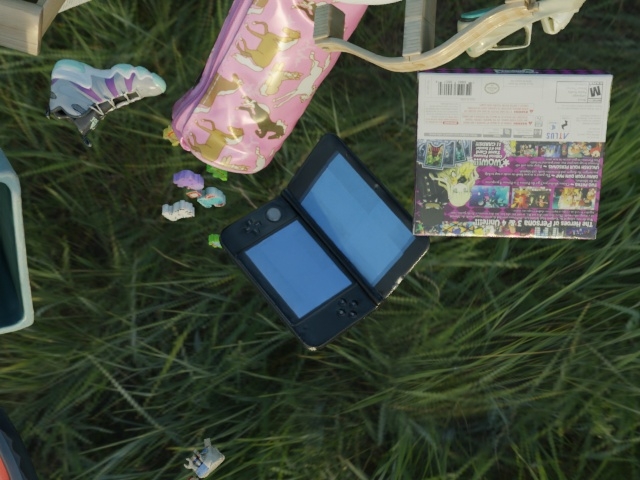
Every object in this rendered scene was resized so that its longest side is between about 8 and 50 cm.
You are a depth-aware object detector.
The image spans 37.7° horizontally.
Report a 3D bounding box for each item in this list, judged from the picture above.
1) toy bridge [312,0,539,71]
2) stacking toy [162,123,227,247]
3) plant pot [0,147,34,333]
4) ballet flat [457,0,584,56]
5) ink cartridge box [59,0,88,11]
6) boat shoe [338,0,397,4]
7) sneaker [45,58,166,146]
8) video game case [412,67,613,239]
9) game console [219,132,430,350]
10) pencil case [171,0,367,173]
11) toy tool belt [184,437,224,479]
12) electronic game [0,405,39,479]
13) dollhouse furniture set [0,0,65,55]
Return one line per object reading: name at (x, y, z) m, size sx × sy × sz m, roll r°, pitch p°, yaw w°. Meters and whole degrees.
toy bridge at (0.077, -0.164, 0.719) m, size 0.188 × 0.026 × 0.063 m, roll -2°, pitch 77°, yaw 33°
stacking toy at (-0.215, -0.094, 1.709) m, size 0.052 × 0.221 × 0.167 m, roll -11°, pitch 67°, yaw 20°
plant pot at (-0.517, -0.037, 1.171) m, size 0.247 × 0.247 × 0.252 m, roll -11°, pitch 43°, yaw -23°
ballet flat at (0.331, -0.350, 1.467) m, size 0.248 × 0.086 × 0.086 m, roll -21°, pitch 80°, yaw -7°
ink cartridge box at (-0.348, -0.515, 1.560) m, size 0.330 × 0.324 × 0.071 m, roll -31°, pitch 87°, yaw -29°
boat shoe at (-0.012, -0.295, 0.889) m, size 0.258 × 0.084 × 0.095 m, roll 6°, pitch 59°, yaw -18°
sneaker at (-0.178, -0.109, 0.771) m, size 0.098 × 0.038 × 0.069 m, roll 6°, pitch 74°, yaw 13°
video game case at (0.232, -0.106, 1.161) m, size 0.232 × 0.042 × 0.210 m, roll 1°, pitch 110°, yaw 5°
game console at (0.000, 0.000, 1.669) m, size 0.250 × 0.173 × 0.293 m, roll -32°, pitch 69°, yaw -25°
pencil case at (-0.058, -0.257, 1.196) m, size 0.167 × 0.160 × 0.386 m, roll 28°, pitch 129°, yaw -7°
toy tool belt at (-0.220, 0.405, 1.712) m, size 0.083 × 0.052 × 0.051 m, roll -42°, pitch 72°, yaw -2°
electronic game at (-0.252, 0.179, 0.584) m, size 0.229 × 0.048 × 0.229 m, roll 3°, pitch 96°, yaw 30°
dollhouse furniture set at (-0.377, -0.475, 1.142) m, size 0.362 × 0.394 × 0.257 m, roll 15°, pitch 42°, yaw -6°
